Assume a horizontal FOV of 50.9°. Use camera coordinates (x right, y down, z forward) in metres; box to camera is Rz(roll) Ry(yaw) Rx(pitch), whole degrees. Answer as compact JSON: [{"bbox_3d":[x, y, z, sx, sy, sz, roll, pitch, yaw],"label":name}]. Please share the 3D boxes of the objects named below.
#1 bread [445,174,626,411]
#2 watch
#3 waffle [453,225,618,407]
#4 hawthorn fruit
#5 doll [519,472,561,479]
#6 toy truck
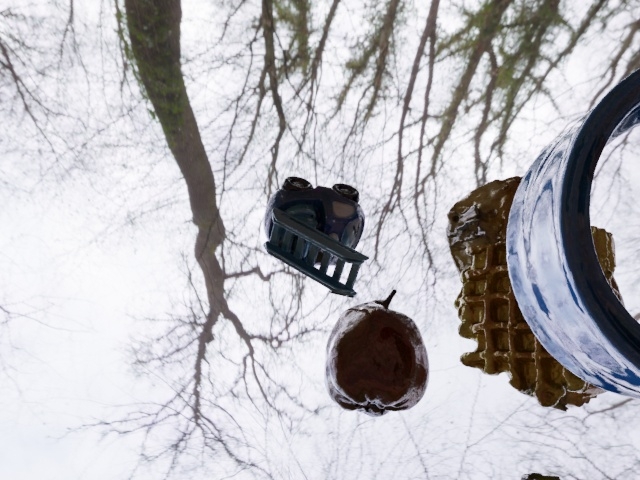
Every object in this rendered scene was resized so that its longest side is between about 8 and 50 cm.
[{"bbox_3d":[0.370,0.075,1.126,0.236,0.183,0.388,-22,-95,-47],"label":"bread"},{"bbox_3d":[0.300,-0.013,0.460,0.305,0.241,0.274,-43,-98,-8],"label":"watch"},{"bbox_3d":[0.271,0.106,0.878,0.057,0.229,0.219,19,-112,-40],"label":"waffle"},{"bbox_3d":[0.113,0.211,1.299,0.208,0.208,0.248,14,-119,1],"label":"hawthorn fruit"},{"bbox_3d":[0.287,0.386,0.800,0.081,0.129,0.207,-10,-100,-29],"label":"doll"},{"bbox_3d":[0.000,0.000,0.455,0.073,0.056,0.090,8,-151,-16],"label":"toy truck"}]
